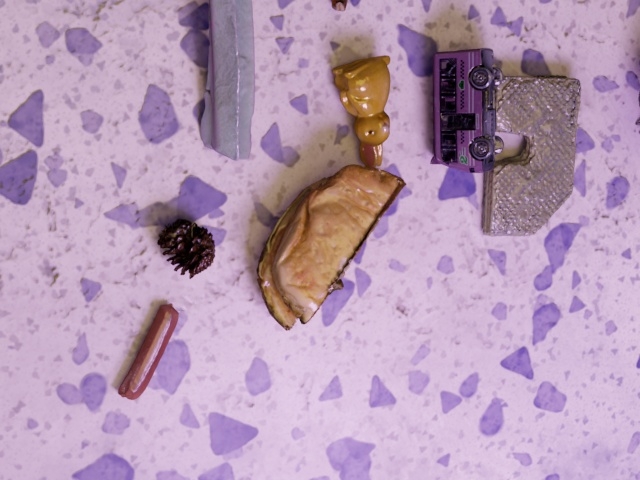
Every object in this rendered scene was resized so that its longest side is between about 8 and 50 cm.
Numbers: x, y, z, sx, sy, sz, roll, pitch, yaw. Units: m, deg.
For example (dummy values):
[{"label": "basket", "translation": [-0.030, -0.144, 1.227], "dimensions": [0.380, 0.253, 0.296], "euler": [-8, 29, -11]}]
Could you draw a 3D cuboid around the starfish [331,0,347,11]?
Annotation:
[{"label": "starfish", "translation": [-0.002, -0.435, 1.457], "dimensions": [0.303, 0.113, 0.312], "euler": [0, 127, 9]}]

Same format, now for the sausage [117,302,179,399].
[{"label": "sausage", "translation": [-0.238, 0.155, 1.546], "dimensions": [0.030, 0.035, 0.147], "euler": [27, 89, -52]}]

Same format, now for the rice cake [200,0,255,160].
[{"label": "rice cake", "translation": [-0.128, -0.251, 1.488], "dimensions": [0.051, 0.081, 0.290], "euler": [-36, 130, -55]}]

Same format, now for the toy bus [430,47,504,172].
[{"label": "toy bus", "translation": [0.211, -0.188, 1.612], "dimensions": [0.098, 0.087, 0.178], "euler": [1, 99, 22]}]

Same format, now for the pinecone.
[{"label": "pinecone", "translation": [-0.184, 0.010, 1.524], "dimensions": [0.083, 0.077, 0.077], "euler": [31, 87, 4]}]

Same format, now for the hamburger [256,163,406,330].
[{"label": "hamburger", "translation": [0.000, 0.000, 1.566], "dimensions": [0.131, 0.124, 0.262], "euler": [35, 81, -1]}]

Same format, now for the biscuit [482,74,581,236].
[{"label": "biscuit", "translation": [0.318, -0.128, 1.683], "dimensions": [0.147, 0.046, 0.250], "euler": [1, 97, -19]}]

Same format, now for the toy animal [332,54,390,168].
[{"label": "toy animal", "translation": [0.075, -0.179, 1.587], "dimensions": [0.083, 0.070, 0.159], "euler": [-18, 108, -17]}]

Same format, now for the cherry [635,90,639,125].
[{"label": "cherry", "translation": [0.601, -0.226, 1.655], "dimensions": [0.218, 0.296, 0.255], "euler": [26, 60, -21]}]
